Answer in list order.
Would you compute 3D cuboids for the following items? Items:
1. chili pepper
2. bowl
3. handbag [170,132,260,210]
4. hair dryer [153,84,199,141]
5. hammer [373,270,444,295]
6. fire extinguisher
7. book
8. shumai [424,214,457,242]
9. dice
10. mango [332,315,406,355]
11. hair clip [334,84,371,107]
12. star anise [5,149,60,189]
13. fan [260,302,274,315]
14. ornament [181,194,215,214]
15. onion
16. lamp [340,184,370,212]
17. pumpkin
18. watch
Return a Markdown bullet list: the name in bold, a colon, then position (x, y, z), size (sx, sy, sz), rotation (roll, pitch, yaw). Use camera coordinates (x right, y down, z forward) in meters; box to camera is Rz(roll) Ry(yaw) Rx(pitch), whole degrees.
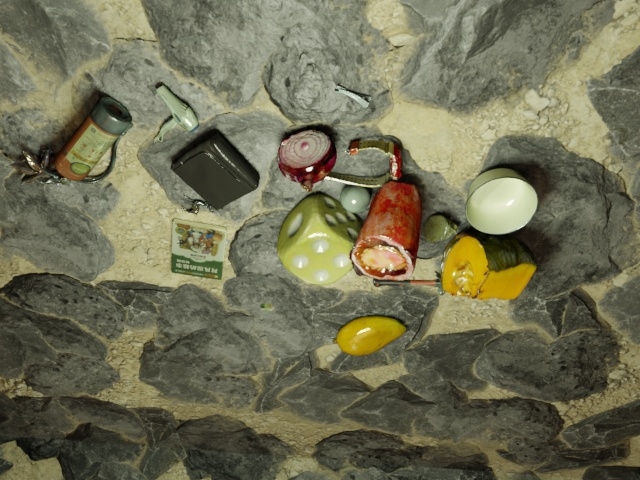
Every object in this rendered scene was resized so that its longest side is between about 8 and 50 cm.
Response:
- **chili pepper**: position (0.223, -0.044, 1.926), size (0.229, 0.305, 0.251), rotation (-4, 147, 24)
- **bowl**: position (0.597, -0.148, 1.948), size (0.237, 0.126, 0.238), rotation (1, 131, 1)
- **handbag**: position (-0.351, -0.230, 1.959), size (0.223, 0.080, 0.247), rotation (-23, 128, 30)
- **hair dryer**: position (-0.496, -0.404, 1.843), size (0.199, 0.067, 0.167), rotation (-10, 122, 30)
- **hammer**: position (0.352, 0.169, 2.294), size (0.287, 0.033, 0.111), rotation (0, 131, 3)
- **fire extinguisher**: position (-0.739, -0.283, 1.888), size (0.376, 0.113, 0.200), rotation (-39, 131, 23)
- **book**: position (-0.468, 0.038, 2.222), size (0.202, 0.027, 0.264), rotation (9, 130, -6)
- **shumai**: position (0.437, -0.042, 2.080), size (0.087, 0.099, 0.123), rotation (1, 170, -32)
- **dice**: position (0.000, 0.000, 2.040), size (0.233, 0.227, 0.238), rotation (30, 124, -24)
- **mango**: position (0.204, 0.399, 2.444), size (0.316, 0.119, 0.176), rotation (-17, 120, 10)
- **hair clip**: position (0.099, -0.442, 1.778), size (0.115, 0.039, 0.030), rotation (18, 124, -10)
- **star anise**: position (-0.951, -0.249, 1.965), size (0.204, 0.061, 0.180), rotation (-36, 141, 28)
- **fan**: position (-0.230, 0.287, 2.440), size (0.060, 0.003, 0.080), rotation (25, 127, -18)
- **ornament**: position (-0.436, -0.119, 2.086), size (0.125, 0.028, 0.073), rotation (12, 129, -6)
- **onion**: position (-0.038, -0.233, 1.846), size (0.195, 0.218, 0.140), rotation (-9, 150, 4)
- **lamp**: position (0.119, -0.145, 1.989), size (0.105, 0.105, 0.105), rotation (1, 131, 1)
- **pumpkin**: position (0.583, 0.089, 2.056), size (0.225, 0.303, 0.256), rotation (7, 95, -25)
- **watch**: position (0.136, -0.254, 1.908), size (0.268, 0.102, 0.165), rotation (6, 134, 4)
